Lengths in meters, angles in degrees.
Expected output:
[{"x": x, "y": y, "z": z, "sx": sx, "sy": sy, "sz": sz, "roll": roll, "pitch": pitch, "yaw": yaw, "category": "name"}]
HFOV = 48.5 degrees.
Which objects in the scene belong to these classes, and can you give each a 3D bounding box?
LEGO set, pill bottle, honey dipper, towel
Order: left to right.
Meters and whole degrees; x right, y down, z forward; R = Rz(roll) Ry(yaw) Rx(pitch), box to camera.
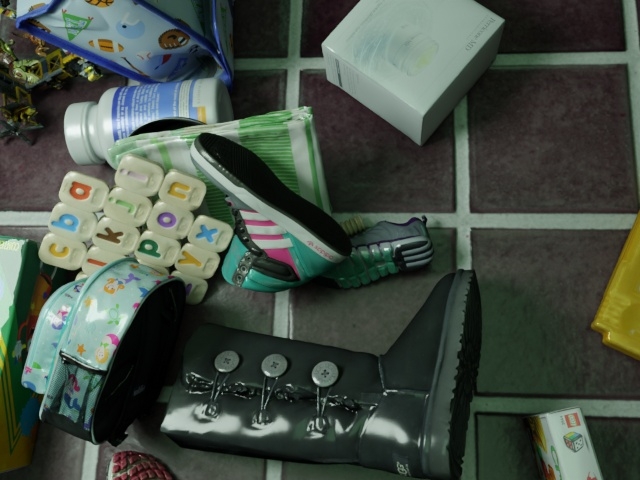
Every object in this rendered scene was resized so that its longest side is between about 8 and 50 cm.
[{"x": -0.532, "y": -0.285, "z": 1.200, "sx": 0.255, "sy": 0.331, "sz": 0.192, "roll": -19, "pitch": 69, "yaw": 9, "category": "LEGO set"}, {"x": -0.298, "y": -0.199, "z": 1.253, "sx": 0.272, "sy": 0.152, "sz": 0.152, "roll": -4, "pitch": 74, "yaw": 5, "category": "pill bottle"}, {"x": -0.153, "y": -0.090, "z": 1.170, "sx": 0.325, "sy": 0.247, "sz": 0.038, "roll": -10, "pitch": 44, "yaw": 3, "category": "towel"}, {"x": 0.000, "y": 0.000, "z": 1.231, "sx": 0.161, "sy": 0.030, "sz": 0.030, "roll": -24, "pitch": 73, "yaw": 3, "category": "honey dipper"}]

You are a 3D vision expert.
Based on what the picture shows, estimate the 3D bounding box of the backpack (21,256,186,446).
[{"x": -0.320, "y": 0.150, "z": 1.096, "sx": 0.191, "sy": 0.225, "sz": 0.253, "roll": 27, "pitch": 105, "yaw": 9, "category": "backpack"}]

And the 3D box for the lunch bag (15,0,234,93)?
[{"x": -0.284, "y": -0.456, "z": 1.213, "sx": 0.239, "sy": 0.385, "sz": 0.327, "roll": -13, "pitch": 71, "yaw": 32, "category": "lunch bag"}]

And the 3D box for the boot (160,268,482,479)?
[{"x": 0.011, "y": 0.183, "z": 1.119, "sx": 0.446, "sy": 0.146, "sz": 0.367, "roll": -1, "pitch": 41, "yaw": 23, "category": "boot"}]

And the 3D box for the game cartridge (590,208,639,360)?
[{"x": 0.625, "y": 0.069, "z": 1.133, "sx": 0.285, "sy": 0.052, "sz": 0.323, "roll": 24, "pitch": 77, "yaw": 12, "category": "game cartridge"}]

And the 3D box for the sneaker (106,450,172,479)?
[{"x": -0.276, "y": 0.470, "z": 1.088, "sx": 0.112, "sy": 0.121, "sz": 0.299, "roll": -36, "pitch": 63, "yaw": 27, "category": "sneaker"}]

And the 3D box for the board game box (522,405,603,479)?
[{"x": 0.364, "y": 0.392, "z": 0.996, "sx": 0.053, "sy": 0.193, "sz": 0.305, "roll": -13, "pitch": 73, "yaw": 2, "category": "board game box"}]

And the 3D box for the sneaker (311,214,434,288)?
[{"x": 0.080, "y": 0.016, "z": 1.208, "sx": 0.224, "sy": 0.083, "sz": 0.098, "roll": -10, "pitch": 40, "yaw": 11, "category": "sneaker"}]

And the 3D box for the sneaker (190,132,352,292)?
[{"x": -0.115, "y": -0.022, "z": 1.116, "sx": 0.296, "sy": 0.123, "sz": 0.178, "roll": 39, "pitch": 117, "yaw": -15, "category": "sneaker"}]

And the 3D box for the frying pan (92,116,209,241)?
[{"x": -0.257, "y": -0.087, "z": 1.220, "sx": 0.197, "sy": 0.326, "sz": 0.053, "roll": 17, "pitch": 43, "yaw": -18, "category": "frying pan"}]

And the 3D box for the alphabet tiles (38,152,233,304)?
[{"x": -0.298, "y": 0.001, "z": 1.159, "sx": 0.278, "sy": 0.021, "sz": 0.284, "roll": 18, "pitch": 115, "yaw": -22, "category": "alphabet tiles"}]

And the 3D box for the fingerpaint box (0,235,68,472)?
[{"x": -0.686, "y": 0.163, "z": 1.173, "sx": 0.445, "sy": 0.163, "sz": 0.370, "roll": 7, "pitch": 81, "yaw": 8, "category": "fingerpaint box"}]

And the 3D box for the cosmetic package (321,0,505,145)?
[{"x": 0.161, "y": -0.332, "z": 1.250, "sx": 0.225, "sy": 0.138, "sz": 0.224, "roll": 38, "pitch": 82, "yaw": 13, "category": "cosmetic package"}]
